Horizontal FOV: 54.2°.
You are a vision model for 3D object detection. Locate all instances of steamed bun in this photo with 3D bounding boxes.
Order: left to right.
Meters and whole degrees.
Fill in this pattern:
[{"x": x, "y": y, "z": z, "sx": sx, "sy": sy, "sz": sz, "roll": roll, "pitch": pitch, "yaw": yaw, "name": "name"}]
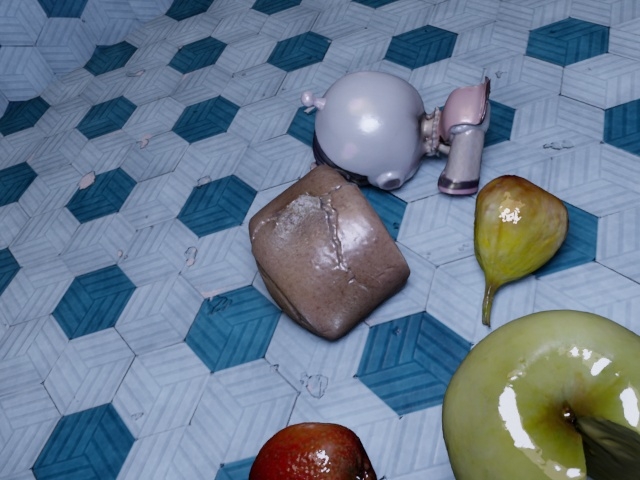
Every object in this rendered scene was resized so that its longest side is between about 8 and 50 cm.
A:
[{"x": 0.000, "y": 0.000, "z": 1.111, "sx": 0.252, "sy": 0.199, "sz": 0.301, "roll": -32, "pitch": 47, "yaw": -8, "name": "steamed bun"}]

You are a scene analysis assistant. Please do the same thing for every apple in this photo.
[{"x": 0.293, "y": 0.231, "z": 0.744, "sx": 0.292, "sy": 0.254, "sz": 0.291, "roll": -5, "pitch": 62, "yaw": 10, "name": "apple"}]

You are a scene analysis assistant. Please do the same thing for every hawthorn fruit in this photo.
[{"x": -0.022, "y": 0.329, "z": 0.855, "sx": 0.188, "sy": 0.169, "sz": 0.168, "roll": -7, "pitch": 48, "yaw": 20, "name": "hawthorn fruit"}]

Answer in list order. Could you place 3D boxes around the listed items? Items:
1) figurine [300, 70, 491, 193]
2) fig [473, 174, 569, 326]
[{"x": 0.158, "y": -0.235, "z": 1.253, "sx": 0.362, "sy": 0.210, "sz": 0.253, "roll": 2, "pitch": 47, "yaw": 18, "name": "figurine"}, {"x": 0.310, "y": 0.021, "z": 1.036, "sx": 0.159, "sy": 0.159, "sz": 0.256, "roll": 13, "pitch": 75, "yaw": 30, "name": "fig"}]
